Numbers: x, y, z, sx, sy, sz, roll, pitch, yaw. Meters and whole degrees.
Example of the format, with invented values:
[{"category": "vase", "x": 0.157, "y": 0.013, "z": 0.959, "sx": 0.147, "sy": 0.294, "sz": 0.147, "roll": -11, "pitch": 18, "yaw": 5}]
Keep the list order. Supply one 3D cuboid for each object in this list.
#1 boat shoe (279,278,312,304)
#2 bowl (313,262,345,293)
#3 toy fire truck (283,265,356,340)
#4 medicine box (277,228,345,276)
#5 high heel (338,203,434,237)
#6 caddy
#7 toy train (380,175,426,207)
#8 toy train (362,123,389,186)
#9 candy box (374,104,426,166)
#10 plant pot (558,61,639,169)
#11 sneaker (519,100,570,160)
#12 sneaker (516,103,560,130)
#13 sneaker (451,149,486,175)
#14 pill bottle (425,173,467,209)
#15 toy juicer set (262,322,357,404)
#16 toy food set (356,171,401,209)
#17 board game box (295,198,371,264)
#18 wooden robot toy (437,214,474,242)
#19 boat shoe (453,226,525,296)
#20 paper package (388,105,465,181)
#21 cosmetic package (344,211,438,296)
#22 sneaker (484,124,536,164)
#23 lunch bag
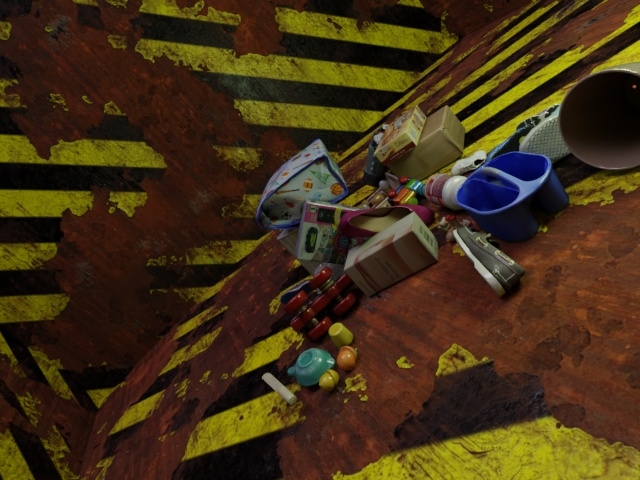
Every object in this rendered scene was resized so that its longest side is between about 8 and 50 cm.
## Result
[{"category": "boat shoe", "x": -0.102, "y": 0.234, "z": 2.100, "sx": 0.183, "sy": 0.066, "sz": 0.066, "roll": -28, "pitch": 16, "yaw": 14}, {"category": "bowl", "x": 0.025, "y": 0.140, "z": 1.952, "sx": 0.170, "sy": 0.080, "sz": 0.170, "roll": -41, "pitch": 8, "yaw": 7}, {"category": "toy fire truck", "x": 0.000, "y": 0.230, "z": 1.747, "sx": 0.302, "sy": 0.169, "sz": 0.254, "roll": -44, "pitch": -1, "yaw": -4}, {"category": "medicine box", "x": 0.000, "y": 0.000, "z": 2.069, "sx": 0.289, "sy": 0.263, "sz": 0.149, "roll": -23, "pitch": 26, "yaw": 47}, {"category": "high heel", "x": 0.252, "y": -0.068, "z": 1.661, "sx": 0.376, "sy": 0.127, "sz": 0.181, "roll": -12, "pitch": -3, "yaw": -7}, {"category": "caddy", "x": 0.545, "y": -0.147, "z": 1.353, "sx": 0.241, "sy": 0.179, "sz": 0.341, "roll": -43, "pitch": 18, "yaw": 3}, {"category": "toy train", "x": 0.352, "y": -0.160, "z": 1.965, "sx": 0.248, "sy": 0.105, "sz": 0.143, "roll": -48, "pitch": 31, "yaw": -13}, {"category": "toy train", "x": 0.310, "y": -0.440, "z": 2.424, "sx": 0.334, "sy": 0.142, "sz": 0.190, "roll": 96, "pitch": -160, "yaw": -49}, {"category": "candy box", "x": 0.370, "y": -0.484, "z": 2.114, "sx": 0.182, "sy": 0.087, "sz": 0.316, "roll": -30, "pitch": 20, "yaw": 37}, {"category": "plant pot", "x": 0.814, "y": -0.357, "z": 1.203, "sx": 0.274, "sy": 0.257, "sz": 0.256, "roll": -34, "pitch": 11, "yaw": -29}, {"category": "sneaker", "x": 0.781, "y": -0.369, "z": 1.463, "sx": 0.365, "sy": 0.135, "sz": 0.150, "roll": -33, "pitch": 11, "yaw": 4}, {"category": "sneaker", "x": 0.803, "y": -0.436, "z": 1.683, "sx": 0.169, "sy": 0.068, "sz": 0.071, "roll": -27, "pitch": 7, "yaw": 21}, {"category": "sneaker", "x": 0.587, "y": -0.300, "z": 1.827, "sx": 0.152, "sy": 0.054, "sz": 0.061, "roll": -33, "pitch": 23, "yaw": 29}, {"category": "pill bottle", "x": 0.477, "y": -0.176, "z": 1.665, "sx": 0.121, "sy": 0.121, "sz": 0.221, "roll": -44, "pitch": 17, "yaw": -1}, {"category": "toy juicer set", "x": -0.017, "y": 0.420, "z": 1.448, "sx": 0.328, "sy": 0.090, "sz": 0.209, "roll": -35, "pitch": 30, "yaw": 0}, {"category": "toy food set", "x": 0.251, "y": -0.214, "z": 2.300, "sx": 0.306, "sy": 0.092, "sz": 0.220, "roll": -42, "pitch": 18, "yaw": 4}, {"category": "board game box", "x": 0.070, "y": -0.025, "z": 1.791, "sx": 0.097, "sy": 0.303, "sz": 0.224, "roll": -131, "pitch": 50, "yaw": -73}, {"category": "wooden robot toy", "x": 0.432, "y": -0.033, "z": 1.529, "sx": 0.079, "sy": 0.076, "sz": 0.173, "roll": -57, "pitch": 19, "yaw": -8}, {"category": "boat shoe", "x": 0.453, "y": 0.037, "z": 1.257, "sx": 0.091, "sy": 0.109, "sz": 0.305, "roll": -38, "pitch": 24, "yaw": 14}, {"category": "paper package", "x": 0.498, "y": -0.440, "z": 2.160, "sx": 0.324, "sy": 0.168, "sz": 0.310, "roll": -32, "pitch": 19, "yaw": 35}, {"category": "cosmetic package", "x": 0.244, "y": 0.053, "z": 1.600, "sx": 0.296, "sy": 0.153, "sz": 0.129, "roll": -34, "pitch": 19, "yaw": 31}, {"category": "sneaker", "x": 0.690, "y": -0.347, "z": 1.683, "sx": 0.209, "sy": 0.069, "sz": 0.082, "roll": -41, "pitch": 14, "yaw": 10}, {"category": "lunch bag", "x": -0.095, "y": -0.211, "z": 1.944, "sx": 0.385, "sy": 0.239, "sz": 0.328, "roll": -32, "pitch": 20, "yaw": 8}]
